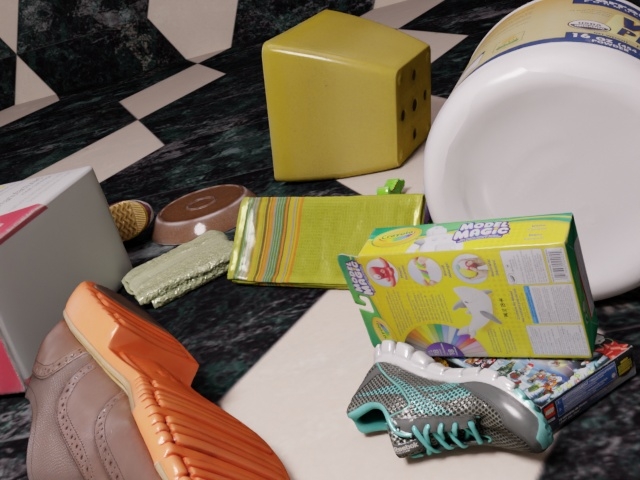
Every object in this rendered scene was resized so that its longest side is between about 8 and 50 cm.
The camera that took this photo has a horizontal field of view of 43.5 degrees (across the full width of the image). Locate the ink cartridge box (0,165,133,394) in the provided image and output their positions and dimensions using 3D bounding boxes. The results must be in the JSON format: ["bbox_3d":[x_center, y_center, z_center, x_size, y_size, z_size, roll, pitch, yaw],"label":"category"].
[{"bbox_3d":[-0.468,0.060,0.956,0.384,0.160,0.279,-10,23,16],"label":"ink cartridge box"}]

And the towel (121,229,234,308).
[{"bbox_3d":[-0.168,0.033,0.987,0.148,0.027,0.110,-26,25,-21],"label":"towel"}]

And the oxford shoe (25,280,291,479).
[{"bbox_3d":[-0.128,0.164,0.582,0.133,0.130,0.363,-52,35,-1],"label":"oxford shoe"}]

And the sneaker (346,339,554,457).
[{"bbox_3d":[0.085,0.127,0.567,0.166,0.065,0.076,8,49,51],"label":"sneaker"}]

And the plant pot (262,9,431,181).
[{"bbox_3d":[0.054,-0.209,1.194,0.187,0.212,0.212,11,32,25],"label":"plant pot"}]

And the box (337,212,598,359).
[{"bbox_3d":[0.107,0.038,0.603,0.179,0.105,0.043,-5,32,29],"label":"box"}]

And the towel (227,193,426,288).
[{"bbox_3d":[0.000,0.000,0.863,0.237,0.102,0.021,0,-10,35],"label":"towel"}]

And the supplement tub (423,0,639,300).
[{"bbox_3d":[0.236,-0.108,0.770,0.228,0.228,0.316,-7,25,23],"label":"supplement tub"}]

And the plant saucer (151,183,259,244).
[{"bbox_3d":[-0.170,-0.043,1.167,0.168,0.029,0.168,-15,22,6],"label":"plant saucer"}]

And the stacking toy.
[{"bbox_3d":[0.123,-0.042,0.927,0.167,0.052,0.221,-4,25,27],"label":"stacking toy"}]

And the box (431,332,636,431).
[{"bbox_3d":[0.157,0.091,0.621,0.094,0.027,0.137,-26,24,-24],"label":"box"}]

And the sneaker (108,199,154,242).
[{"bbox_3d":[-0.329,-0.008,1.161,0.185,0.070,0.084,-16,4,4],"label":"sneaker"}]
